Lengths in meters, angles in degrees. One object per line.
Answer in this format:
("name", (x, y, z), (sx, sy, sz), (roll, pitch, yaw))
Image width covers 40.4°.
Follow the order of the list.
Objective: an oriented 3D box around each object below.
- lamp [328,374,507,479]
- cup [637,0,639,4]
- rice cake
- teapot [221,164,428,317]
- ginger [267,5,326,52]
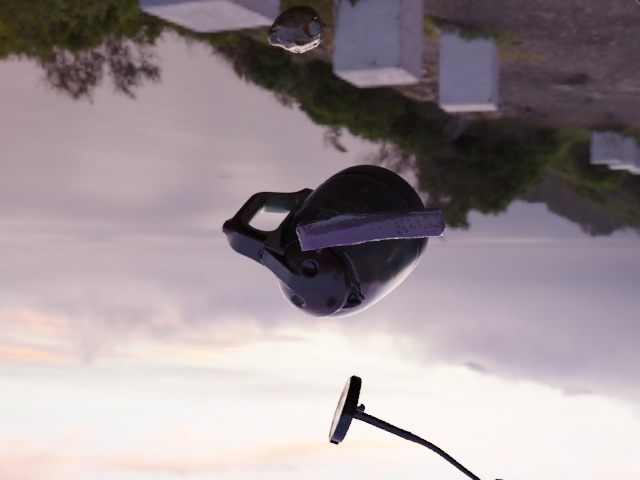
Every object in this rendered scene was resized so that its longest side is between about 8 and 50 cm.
("lamp", (0.167, 0.343, 1.428), (0.371, 0.130, 0.108), (28, 158, -21))
("cup", (0.621, -0.450, 1.544), (0.095, 0.129, 0.128), (-22, 162, -31))
("rice cake", (0.070, -0.017, 1.206), (0.206, 0.047, 0.036), (-5, -178, 0))
("teapot", (0.000, 0.000, 1.535), (0.314, 0.233, 0.312), (26, -150, 15))
("ginger", (-0.042, -0.385, 1.587), (0.104, 0.080, 0.204), (-15, -169, 4))
